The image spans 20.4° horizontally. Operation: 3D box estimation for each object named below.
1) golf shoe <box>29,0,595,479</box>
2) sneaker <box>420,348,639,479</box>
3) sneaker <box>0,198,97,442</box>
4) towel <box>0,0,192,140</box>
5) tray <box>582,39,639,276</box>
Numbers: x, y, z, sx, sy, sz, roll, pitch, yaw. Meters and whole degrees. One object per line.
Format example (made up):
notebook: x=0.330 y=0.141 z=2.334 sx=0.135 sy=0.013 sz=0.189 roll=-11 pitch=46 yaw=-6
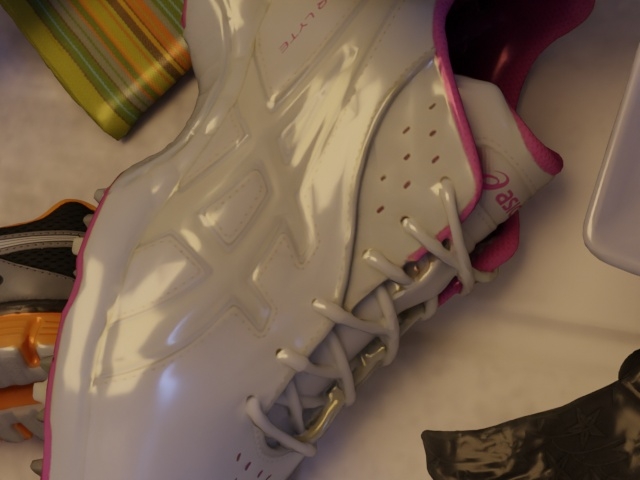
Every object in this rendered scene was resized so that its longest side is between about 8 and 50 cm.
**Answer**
golf shoe: x=0.000 y=0.000 z=0.612 sx=0.140 sy=0.115 sz=0.306 roll=12 pitch=77 yaw=25
sneaker: x=0.123 y=0.066 z=0.559 sx=0.170 sy=0.051 sz=0.089 roll=-29 pitch=65 yaw=16
sneaker: x=-0.167 y=0.038 z=0.701 sx=0.215 sy=0.084 sz=0.083 roll=-7 pitch=54 yaw=20
towel: x=-0.026 y=-0.151 z=0.737 sx=0.237 sy=0.021 sz=0.102 roll=-42 pitch=62 yaw=5
tray: x=0.184 y=-0.095 z=0.579 sx=0.145 sy=0.030 sz=0.270 roll=20 pitch=77 yaw=-5
